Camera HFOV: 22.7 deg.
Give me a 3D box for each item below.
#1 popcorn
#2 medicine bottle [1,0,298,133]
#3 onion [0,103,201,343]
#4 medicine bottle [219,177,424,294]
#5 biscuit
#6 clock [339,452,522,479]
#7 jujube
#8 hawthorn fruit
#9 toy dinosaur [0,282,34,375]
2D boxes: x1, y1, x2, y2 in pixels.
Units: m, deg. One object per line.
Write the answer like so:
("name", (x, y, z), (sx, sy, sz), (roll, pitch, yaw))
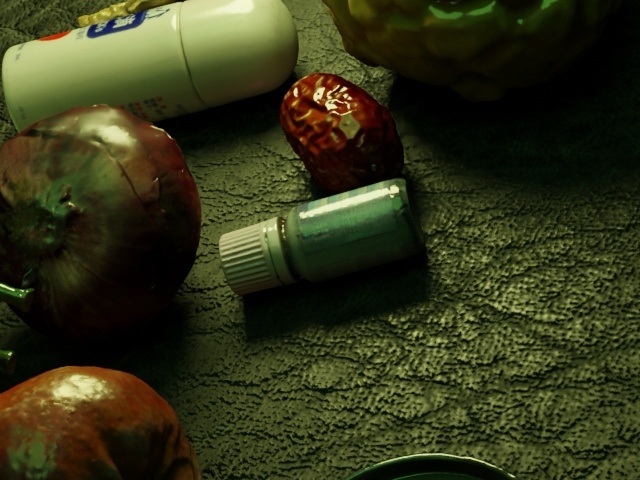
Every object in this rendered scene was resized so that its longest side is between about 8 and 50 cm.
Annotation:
("popcorn", (0.148, -0.357, 1.714), (0.344, 0.354, 0.390), (-13, 46, -3))
("medicine bottle", (-0.191, -0.204, 1.867), (0.340, 0.130, 0.130), (-12, 46, 13))
("onion", (-0.241, -0.017, 1.673), (0.252, 0.219, 0.252), (1, 94, 13))
("medicine bottle", (0.000, 0.000, 1.628), (0.203, 0.083, 0.083), (-15, 45, 8))
("biscuit", (-0.171, -0.278, 1.930), (0.224, 0.144, 0.033), (-15, 76, 26))
("clock", (0.082, 0.302, 1.333), (0.280, 0.055, 0.281), (-12, 45, 12))
("jujube", (0.022, -0.114, 1.702), (0.109, 0.112, 0.176), (3, 27, -28))
("hawthorn fruit", (-0.250, 0.226, 1.438), (0.271, 0.242, 0.242), (1, 48, 40))
("toy dinosaur", (-0.444, 0.071, 1.559), (0.300, 0.087, 0.447), (21, 53, 8))
